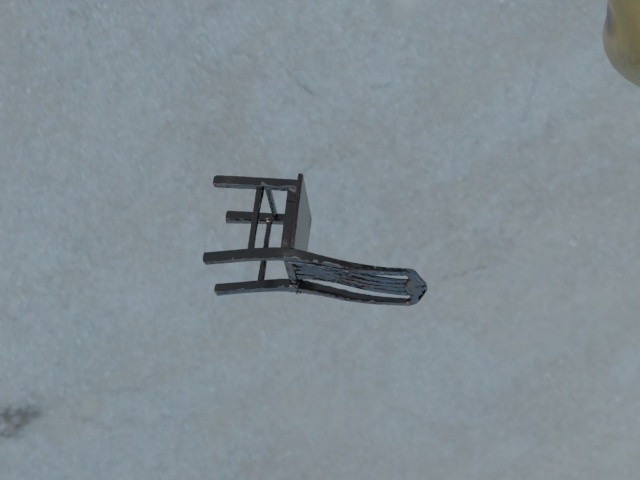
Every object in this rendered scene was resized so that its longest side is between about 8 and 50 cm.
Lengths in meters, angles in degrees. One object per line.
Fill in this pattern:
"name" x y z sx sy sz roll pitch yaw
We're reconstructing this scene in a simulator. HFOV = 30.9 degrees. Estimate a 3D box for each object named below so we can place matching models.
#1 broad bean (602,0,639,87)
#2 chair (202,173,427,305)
"broad bean" 0.280 -0.139 0.701 0.189 0.263 0.121 -28 122 -29
"chair" 0.000 0.000 1.131 0.212 0.101 0.084 2 152 7
